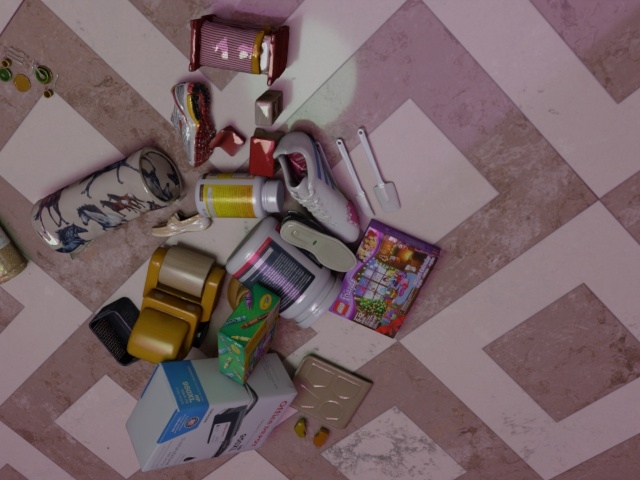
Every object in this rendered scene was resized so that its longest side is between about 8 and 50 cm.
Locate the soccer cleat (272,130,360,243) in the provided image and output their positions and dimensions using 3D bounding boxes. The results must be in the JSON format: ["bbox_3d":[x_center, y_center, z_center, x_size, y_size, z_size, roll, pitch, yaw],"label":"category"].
[{"bbox_3d":[-0.017,-0.112,1.658,0.116,0.143,0.331,-20,109,32],"label":"soccer cleat"}]

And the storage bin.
[{"bbox_3d":[-0.596,0.277,2.011,0.122,0.084,0.180,-26,108,22],"label":"storage bin"}]

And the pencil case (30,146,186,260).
[{"bbox_3d":[-0.566,-0.100,1.772,0.410,0.160,0.183,-22,120,21],"label":"pencil case"}]

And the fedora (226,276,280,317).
[{"bbox_3d":[-0.188,0.174,1.879,0.194,0.079,0.194,5,118,9],"label":"fedora"}]

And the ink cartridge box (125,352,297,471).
[{"bbox_3d":[-0.305,0.480,1.883,0.395,0.166,0.285,3,131,-41],"label":"ink cartridge box"}]

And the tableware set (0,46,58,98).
[{"bbox_3d":[-0.766,-0.425,1.724,0.154,0.024,0.104,30,118,-5],"label":"tableware set"}]

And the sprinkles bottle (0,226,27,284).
[{"bbox_3d":[-1.001,-0.040,1.911,0.121,0.121,0.355,-21,111,20],"label":"sprinkles bottle"}]

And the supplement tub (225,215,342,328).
[{"bbox_3d":[-0.096,0.085,1.752,0.272,0.191,0.191,41,117,-10],"label":"supplement tub"}]

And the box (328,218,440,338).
[{"bbox_3d":[0.168,0.108,1.787,0.201,0.057,0.293,23,119,0],"label":"box"}]

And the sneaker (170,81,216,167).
[{"bbox_3d":[-0.326,-0.295,1.680,0.093,0.088,0.225,14,120,27],"label":"sneaker"}]

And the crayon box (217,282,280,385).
[{"bbox_3d":[-0.186,0.250,1.718,0.081,0.165,0.278,30,149,10],"label":"crayon box"}]

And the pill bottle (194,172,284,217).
[{"bbox_3d":[-0.207,-0.116,1.715,0.215,0.117,0.117,2,117,11],"label":"pill bottle"}]

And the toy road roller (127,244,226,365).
[{"bbox_3d":[-0.415,0.202,1.847,0.202,0.240,0.329,20,119,1],"label":"toy road roller"}]

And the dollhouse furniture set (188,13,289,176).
[{"bbox_3d":[-0.195,-0.334,1.582,0.201,0.152,0.374,9,118,7],"label":"dollhouse furniture set"}]

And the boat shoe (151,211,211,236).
[{"bbox_3d":[-0.387,-0.052,1.819,0.170,0.063,0.059,-10,112,5],"label":"boat shoe"}]

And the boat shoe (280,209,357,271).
[{"bbox_3d":[0.000,0.000,1.702,0.233,0.079,0.084,32,115,-22],"label":"boat shoe"}]

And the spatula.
[{"bbox_3d":[0.091,-0.162,1.692,0.168,0.019,0.242,-14,112,23],"label":"spatula"}]

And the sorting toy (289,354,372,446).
[{"bbox_3d":[-0.003,0.497,2.032,0.229,0.041,0.307,24,119,-6],"label":"sorting toy"}]
